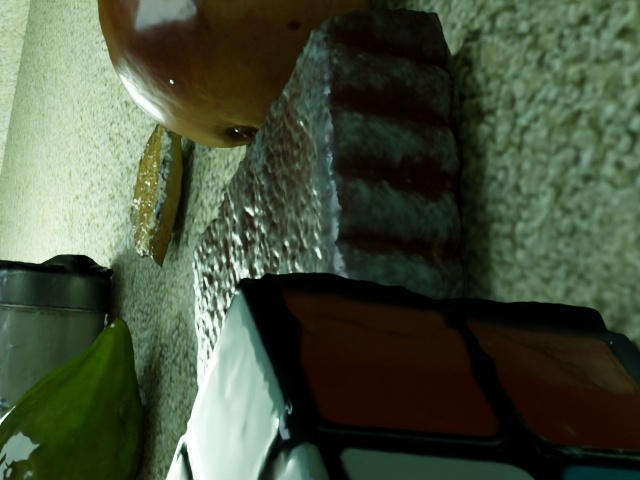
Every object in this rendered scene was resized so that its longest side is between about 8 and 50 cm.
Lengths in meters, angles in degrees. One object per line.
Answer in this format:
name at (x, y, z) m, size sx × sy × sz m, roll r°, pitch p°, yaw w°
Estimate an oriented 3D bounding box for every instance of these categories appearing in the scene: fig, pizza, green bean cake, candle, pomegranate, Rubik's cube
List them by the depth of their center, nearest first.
Rubik's cube at (0.045, 0.133, 0.391) m, size 0.180 × 0.184 × 0.167 m, roll -118°, pitch 41°, yaw -51°
green bean cake at (0.000, 0.000, 0.637) m, size 0.233 × 0.097 × 0.198 m, roll 138°, pitch 133°, yaw -56°
pomegranate at (-0.054, -0.158, 0.717) m, size 0.191 × 0.191 × 0.191 m, roll -172°, pitch 90°, yaw -66°
fig at (-0.250, 0.213, 1.090) m, size 0.233 × 0.167 × 0.167 m, roll -37°, pitch 35°, yaw 5°
pizza at (-0.168, -0.053, 1.106) m, size 0.099 × 0.036 × 0.160 m, roll 9°, pitch 90°, yaw 66°
candle at (-0.363, 0.176, 1.291) m, size 0.187 × 0.188 × 0.330 m, roll 179°, pitch 98°, yaw -66°
